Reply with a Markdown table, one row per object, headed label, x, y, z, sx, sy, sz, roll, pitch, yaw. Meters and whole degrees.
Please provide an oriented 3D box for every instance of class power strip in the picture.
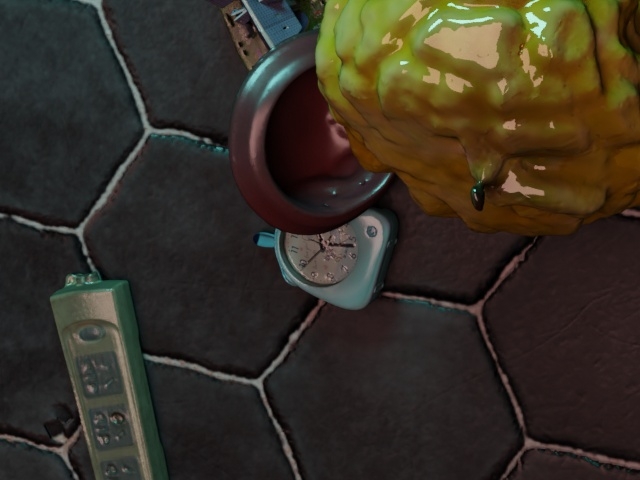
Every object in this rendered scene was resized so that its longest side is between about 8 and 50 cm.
| label | x | y | z | sx | sy | sz | roll | pitch | yaw |
| --- | --- | --- | --- | --- | --- | --- | --- | --- | --- |
| power strip | -0.223 | 0.174 | 1.991 | 0.080 | 0.048 | 0.285 | -8 | 99 | 22 |

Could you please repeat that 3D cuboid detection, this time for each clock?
| label | x | y | z | sx | sy | sz | roll | pitch | yaw |
| --- | --- | --- | --- | --- | --- | --- | --- | --- | --- |
| clock | 0.000 | 0.000 | 1.873 | 0.147 | 0.045 | 0.108 | 21 | 106 | 16 |

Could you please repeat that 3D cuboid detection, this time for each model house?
| label | x | y | z | sx | sy | sz | roll | pitch | yaw |
| --- | --- | --- | --- | --- | --- | --- | --- | --- | --- |
| model house | -0.072 | -0.244 | 1.826 | 0.117 | 0.088 | 0.167 | -29 | 90 | 22 |

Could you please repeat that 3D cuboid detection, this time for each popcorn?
| label | x | y | z | sx | sy | sz | roll | pitch | yaw |
| --- | --- | --- | --- | --- | --- | --- | --- | --- | --- |
| popcorn | 0.176 | -0.180 | 1.646 | 0.349 | 0.349 | 0.381 | 22 | 70 | 15 |

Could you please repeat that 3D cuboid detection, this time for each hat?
| label | x | y | z | sx | sy | sz | roll | pitch | yaw |
| --- | --- | --- | --- | --- | --- | --- | --- | --- | --- |
| hat | -0.006 | -0.108 | 1.802 | 0.089 | 0.205 | 0.205 | 23 | 114 | 60 |
